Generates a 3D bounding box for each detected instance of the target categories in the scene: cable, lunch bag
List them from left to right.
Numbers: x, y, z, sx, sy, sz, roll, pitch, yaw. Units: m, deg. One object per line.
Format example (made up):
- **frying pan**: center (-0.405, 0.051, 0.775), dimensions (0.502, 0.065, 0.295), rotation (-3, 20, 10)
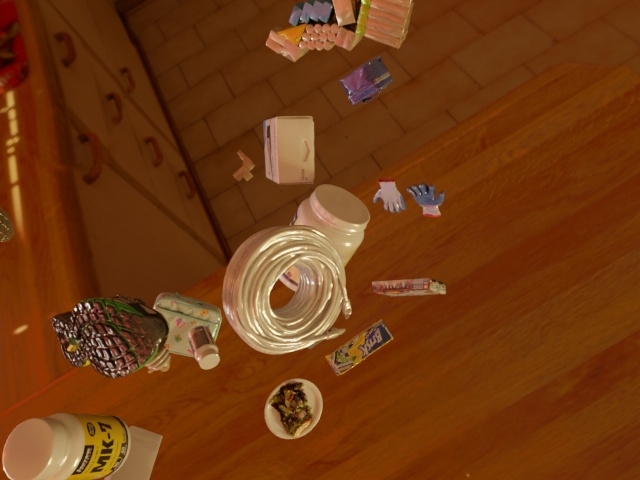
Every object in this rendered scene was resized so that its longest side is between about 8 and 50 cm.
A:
- **lunch bag**: center (-0.539, 0.327, 1.818), dimensions (0.279, 0.108, 0.224), rotation (18, 99, -17)
- **cable**: center (-0.063, 0.092, 0.900), dimensions (0.257, 0.257, 0.089), rotation (-15, 20, -33)
- **lunch bag**: center (0.092, -0.317, 0.937), dimensions (0.098, 0.065, 0.067), rotation (-20, 16, 45)

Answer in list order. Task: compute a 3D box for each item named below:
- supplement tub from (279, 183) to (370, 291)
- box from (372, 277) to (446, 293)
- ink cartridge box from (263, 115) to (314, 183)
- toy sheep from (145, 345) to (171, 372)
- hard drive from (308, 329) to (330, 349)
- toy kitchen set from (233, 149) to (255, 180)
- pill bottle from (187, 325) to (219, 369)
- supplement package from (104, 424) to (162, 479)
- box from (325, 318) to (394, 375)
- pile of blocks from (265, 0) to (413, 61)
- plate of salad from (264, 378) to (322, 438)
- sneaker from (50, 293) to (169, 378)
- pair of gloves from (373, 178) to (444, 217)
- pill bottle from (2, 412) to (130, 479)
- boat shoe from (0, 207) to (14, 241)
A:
- **supplement tub**: center (0.000, 0.000, 1.547), dimensions (0.235, 0.235, 0.325), rotation (54, 129, 31)
- **box**: center (0.196, 0.105, 1.027), dimensions (0.137, 0.094, 0.027), rotation (-7, 75, 34)
- **ink cartridge box**: center (-0.119, -0.325, 1.659), dimensions (0.128, 0.307, 0.223), rotation (-4, 103, -14)
- **toy sheep**: center (-0.511, 0.351, 1.419), dimensions (0.091, 0.132, 0.091), rotation (-33, 19, 13)
- **hard drive**: center (-0.046, 0.286, 1.489), dimensions (0.094, 0.135, 0.022), rotation (-40, 27, 17)
- **toy kitchen set**: center (-0.287, -0.264, 1.685), dimensions (0.083, 0.068, 0.075), rotation (-44, 68, -3)
- **pill bottle**: center (-0.380, 0.349, 1.513), dimensions (0.078, 0.078, 0.137), rotation (-38, 43, -3)
- **supplement package**: center (-0.548, 0.654, 1.341), dimensions (0.105, 0.105, 0.179), rotation (-49, 22, 31)
- **box**: center (0.099, 0.270, 1.173), dimensions (0.168, 0.054, 0.059), rotation (-30, 80, -17)
- **pile of blocks**: center (0.046, -0.514, 1.063), dimensions (0.362, 0.149, 0.113), rotation (2, 38, 25)
- **plate of salad**: center (-0.083, 0.549, 1.502), dimensions (0.200, 0.200, 0.048), rotation (-51, 18, -11)
- **sneaker**: center (-0.355, 0.142, 0.818), dimensions (0.343, 0.134, 0.146), rotation (-8, 14, 47)
- **pair of gloves**: center (0.230, -0.110, 1.227), dimensions (0.198, 0.159, 0.023), rotation (7, 64, 23)
- **pill bottle**: center (-0.460, 0.383, 0.856), dimensions (0.119, 0.208, 0.119), rotation (-5, 68, 11)
- **boat shoe**: center (-0.734, -0.063, 0.980), dimensions (0.060, 0.178, 0.064), rotation (4, 55, 27)
